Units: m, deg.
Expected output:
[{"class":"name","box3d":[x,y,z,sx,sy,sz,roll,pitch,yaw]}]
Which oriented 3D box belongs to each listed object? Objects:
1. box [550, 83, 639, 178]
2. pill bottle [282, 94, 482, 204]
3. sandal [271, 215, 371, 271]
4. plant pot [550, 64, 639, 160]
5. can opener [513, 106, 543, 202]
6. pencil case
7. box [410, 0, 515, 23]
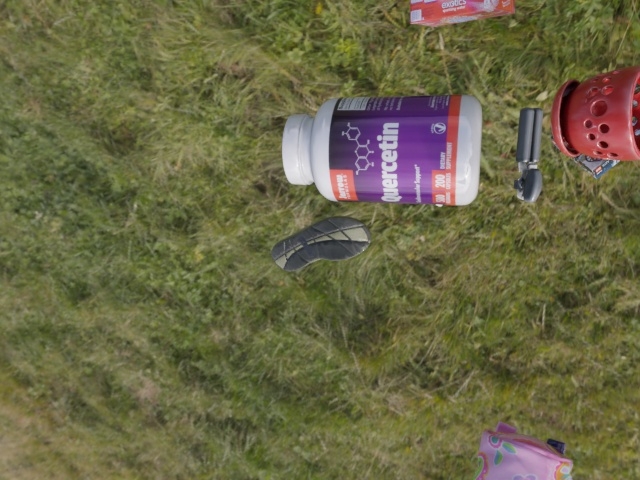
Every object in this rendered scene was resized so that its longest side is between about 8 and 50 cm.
[{"class":"box","box3d":[0.712,-0.280,1.359,0.233,0.044,0.159,-42,46,12]},{"class":"pill bottle","box3d":[0.106,-0.154,0.949,0.323,0.181,0.181,2,115,15]},{"class":"sandal","box3d":[-0.002,-0.001,1.487,0.303,0.086,0.120,-15,106,33]},{"class":"plant pot","box3d":[0.605,-0.263,1.184,0.174,0.191,0.191,3,116,48]},{"class":"can opener","box3d":[0.633,-0.255,1.659,0.093,0.074,0.280,13,106,61]},{"class":"pencil case","box3d":[0.235,0.388,0.717,0.124,0.124,0.284,14,79,24]},{"class":"box","box3d":[0.373,-0.653,1.472,0.257,0.123,0.128,11,108,46]}]
